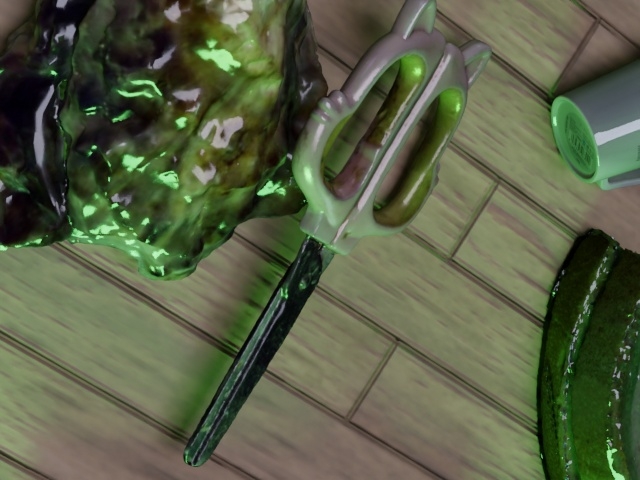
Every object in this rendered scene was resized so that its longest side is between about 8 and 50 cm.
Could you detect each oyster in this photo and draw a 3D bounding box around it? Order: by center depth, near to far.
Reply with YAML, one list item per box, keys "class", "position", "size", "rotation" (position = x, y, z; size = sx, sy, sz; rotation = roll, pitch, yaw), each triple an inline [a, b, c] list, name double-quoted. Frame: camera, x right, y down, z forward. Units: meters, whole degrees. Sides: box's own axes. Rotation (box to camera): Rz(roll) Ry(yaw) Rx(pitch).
- class: "oyster"
  position: [-0.069, -0.103, 1.110]
  size: [0.275, 0.100, 0.271]
  rotation: [-19, 125, -25]

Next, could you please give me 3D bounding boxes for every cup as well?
- class: "cup"
  position: [0.216, -0.074, 1.270]
  size: [0.116, 0.074, 0.104]
  rotation: [-22, 139, -15]

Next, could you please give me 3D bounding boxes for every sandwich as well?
- class: "sandwich"
  position: [0.222, 0.120, 1.306]
  size: [0.159, 0.079, 0.235]
  rotation: [9, 98, -26]

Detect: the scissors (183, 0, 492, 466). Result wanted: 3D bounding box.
- class: "scissors"
  position: [0.000, 0.000, 1.173]
  size: [0.317, 0.024, 0.160]
  rotation: [-59, 149, 1]
